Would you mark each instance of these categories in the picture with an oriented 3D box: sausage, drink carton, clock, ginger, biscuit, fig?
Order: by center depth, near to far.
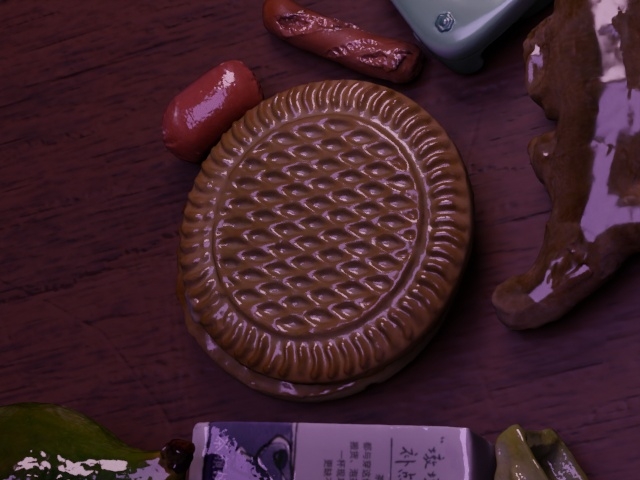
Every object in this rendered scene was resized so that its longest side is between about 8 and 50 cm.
[{"bbox_3d":[0.018,0.205,1.351,0.222,0.102,0.134,-1,72,24],"label":"drink carton"},{"bbox_3d":[0.221,-0.094,1.361,0.166,0.080,0.333,2,72,32],"label":"ginger"},{"bbox_3d":[-0.183,0.214,1.378,0.235,0.203,0.203,-13,69,31],"label":"fig"},{"bbox_3d":[0.000,0.000,1.433,0.259,0.079,0.259,-6,73,21],"label":"biscuit"},{"bbox_3d":[0.136,-0.233,1.452,0.188,0.060,0.148,-36,63,10],"label":"clock"},{"bbox_3d":[0.013,-0.163,1.502,0.158,0.042,0.036,26,124,30],"label":"sausage"},{"bbox_3d":[-0.089,-0.105,1.514,0.094,0.059,0.054,-40,84,7],"label":"sausage"}]

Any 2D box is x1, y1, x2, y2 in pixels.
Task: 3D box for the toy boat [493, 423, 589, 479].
[{"bbox_3d":[0.194,0.252,1.251,0.084,0.111,0.276,-42,66,13],"label":"toy boat"}]
